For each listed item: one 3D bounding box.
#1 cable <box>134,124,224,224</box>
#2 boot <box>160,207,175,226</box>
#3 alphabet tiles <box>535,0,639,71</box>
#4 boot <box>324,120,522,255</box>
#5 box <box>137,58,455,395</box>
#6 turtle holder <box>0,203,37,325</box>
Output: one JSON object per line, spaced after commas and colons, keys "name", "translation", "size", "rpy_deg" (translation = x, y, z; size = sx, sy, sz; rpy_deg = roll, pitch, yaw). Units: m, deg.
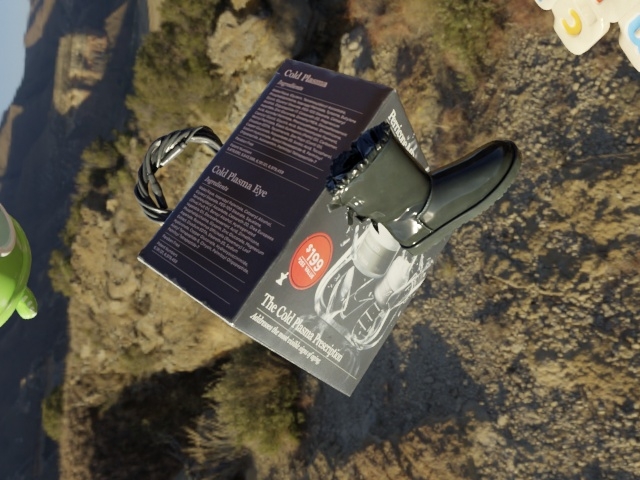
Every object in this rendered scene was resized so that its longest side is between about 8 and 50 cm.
{"name": "cable", "translation": [-0.233, -0.112, 0.959], "size": [0.047, 0.151, 0.184], "rpy_deg": [-141, 69, -84]}
{"name": "boot", "translation": [-0.276, -0.016, 1.472], "size": [0.295, 0.211, 0.104], "rpy_deg": [54, -132, -76]}
{"name": "alphabet tiles", "translation": [0.230, -0.278, 0.449], "size": [0.284, 0.021, 0.278], "rpy_deg": [59, 177, 6]}
{"name": "boot", "translation": [0.070, -0.048, 0.398], "size": [0.121, 0.099, 0.045], "rpy_deg": [-42, 32, 22]}
{"name": "box", "translation": [0.000, 0.000, 0.753], "size": [0.179, 0.343, 0.312], "rpy_deg": [26, 78, 34]}
{"name": "turtle holder", "translation": [-0.538, -0.011, 0.747], "size": [0.227, 0.243, 0.320], "rpy_deg": [88, 173, -59]}
